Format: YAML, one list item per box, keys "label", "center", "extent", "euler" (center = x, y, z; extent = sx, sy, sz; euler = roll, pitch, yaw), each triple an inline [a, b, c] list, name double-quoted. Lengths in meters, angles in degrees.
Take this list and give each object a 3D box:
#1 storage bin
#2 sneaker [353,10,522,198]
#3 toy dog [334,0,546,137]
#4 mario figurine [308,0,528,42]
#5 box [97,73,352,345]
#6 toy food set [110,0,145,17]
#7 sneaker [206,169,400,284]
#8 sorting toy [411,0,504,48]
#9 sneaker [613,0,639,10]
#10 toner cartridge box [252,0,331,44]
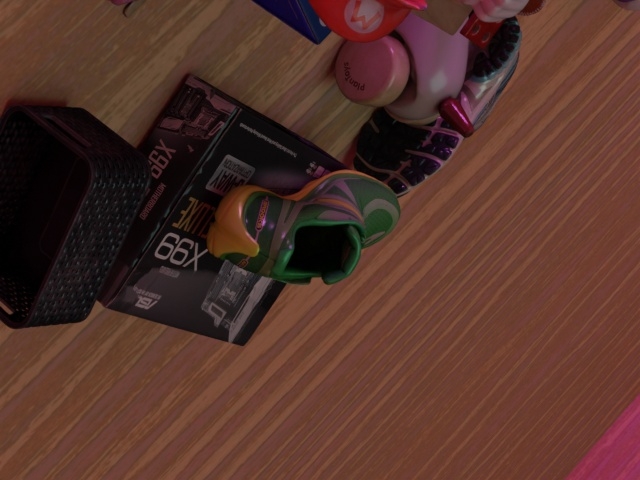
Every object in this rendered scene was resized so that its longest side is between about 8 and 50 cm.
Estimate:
- label: "storage bin"
  center: [-0.247, -0.022, 1.495]
  extent: [0.084, 0.122, 0.180]
  euler: [-5, 126, -56]
- label: "sneaker"
  center: [0.154, -0.146, 2.004]
  extent: [0.283, 0.110, 0.122]
  euler: [-49, 156, -7]
- label: "toy dog"
  center: [0.158, -0.249, 1.824]
  extent: [0.220, 0.161, 0.334]
  euler: [-22, 140, -46]
- label: "mario figurine"
  center: [0.102, -0.297, 1.298]
  extent: [0.320, 0.198, 0.170]
  euler: [-59, 164, 1]
- label: "box"
  center: [-0.109, -0.022, 1.764]
  extent: [0.242, 0.076, 0.307]
  euler: [-56, 154, 4]
- label: "toy food set"
  center: [-0.166, -0.247, 1.469]
  extent: [0.078, 0.019, 0.122]
  euler: [-47, 153, -12]
- label: "sneaker"
  center: [0.000, 0.000, 1.741]
  extent: [0.295, 0.123, 0.109]
  euler: [-12, 132, -55]
- label: "sorting toy"
  center: [0.119, -0.266, 1.512]
  extent: [0.132, 0.046, 0.274]
  euler: [-55, 149, 12]
- label: "sneaker"
  center: [0.442, -0.416, 2.162]
  extent: [0.104, 0.095, 0.236]
  euler: [14, 112, -53]
- label: "toner cartridge box"
  center: [-0.077, -0.314, 1.373]
  extent: [0.075, 0.165, 0.348]
  euler: [-49, 154, -10]
